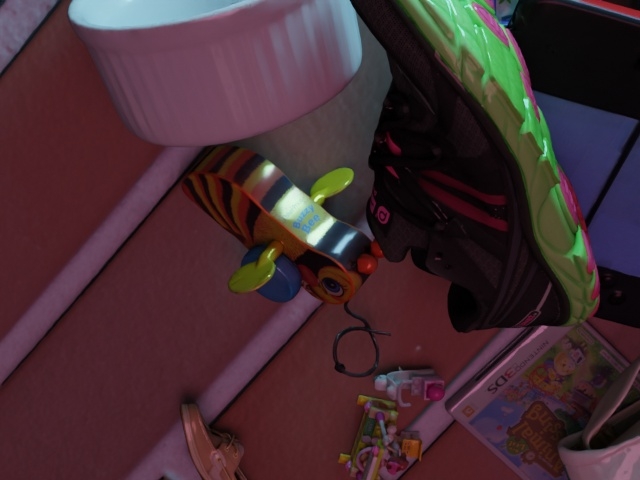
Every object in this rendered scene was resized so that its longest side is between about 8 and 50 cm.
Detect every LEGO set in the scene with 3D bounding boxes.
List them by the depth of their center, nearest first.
[{"bbox_3d":[0.093,0.296,1.595,0.132,0.107,0.287,-8,110,-2],"label":"LEGO set"}]

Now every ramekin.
[{"bbox_3d":[-0.092,-0.202,1.316,0.277,0.277,0.135,-17,118,1],"label":"ramekin"}]

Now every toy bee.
[{"bbox_3d":[0.000,0.000,1.452,0.298,0.162,0.195,28,61,-22],"label":"toy bee"}]

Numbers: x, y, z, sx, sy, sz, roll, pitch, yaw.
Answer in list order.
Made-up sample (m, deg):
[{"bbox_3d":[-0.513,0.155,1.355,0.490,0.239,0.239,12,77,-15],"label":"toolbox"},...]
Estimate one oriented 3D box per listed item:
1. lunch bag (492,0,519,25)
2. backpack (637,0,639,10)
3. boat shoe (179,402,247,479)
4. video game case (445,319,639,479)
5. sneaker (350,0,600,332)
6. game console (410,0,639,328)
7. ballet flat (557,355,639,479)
[{"bbox_3d":[0.234,-0.277,1.388,0.151,0.129,0.096,-13,111,0],"label":"lunch bag"},{"bbox_3d":[0.387,-0.301,1.373,0.144,0.166,0.188,8,106,-7],"label":"backpack"},{"bbox_3d":[-0.117,0.254,1.590,0.059,0.063,0.170,-20,120,0],"label":"boat shoe"},{"bbox_3d":[0.289,0.202,1.623,0.193,0.023,0.212,-44,108,11],"label":"video game case"},{"bbox_3d":[0.124,-0.071,1.305,0.202,0.185,0.483,-19,125,13],"label":"sneaker"},{"bbox_3d":[0.310,-0.069,1.435,0.342,0.060,0.386,12,132,-10],"label":"game console"},{"bbox_3d":[0.437,0.160,1.555,0.400,0.139,0.139,-41,108,4],"label":"ballet flat"}]
